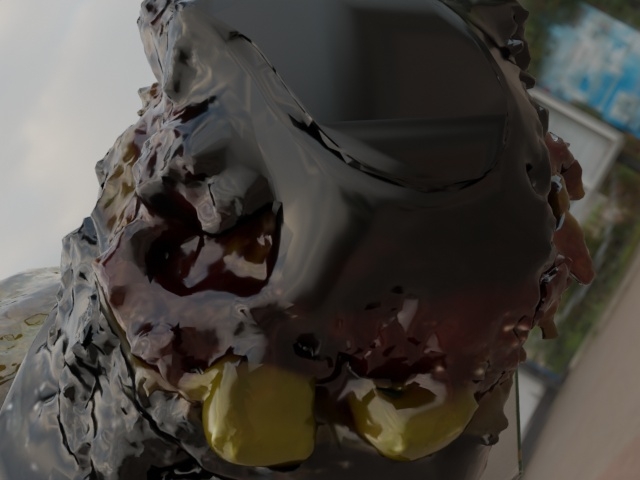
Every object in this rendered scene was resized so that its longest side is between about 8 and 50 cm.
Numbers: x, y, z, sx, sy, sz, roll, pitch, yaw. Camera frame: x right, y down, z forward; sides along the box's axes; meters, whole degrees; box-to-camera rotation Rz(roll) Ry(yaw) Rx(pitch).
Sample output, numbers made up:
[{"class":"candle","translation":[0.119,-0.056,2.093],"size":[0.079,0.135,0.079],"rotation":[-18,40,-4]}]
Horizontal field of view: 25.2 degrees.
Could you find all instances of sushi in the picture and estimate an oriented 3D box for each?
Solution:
[{"class":"sushi","translation":[0.000,0.000,0.412],"size":[0.150,0.153,0.172],"rotation":[106,-174,-55]}]

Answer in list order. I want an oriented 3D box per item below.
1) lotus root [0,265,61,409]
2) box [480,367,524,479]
[{"class":"lotus root","translation":[-0.103,0.091,0.558],"size":[0.314,0.169,0.142],"rotation":[-34,-61,-51]},{"class":"box","translation":[0.069,0.085,1.069],"size":[0.081,0.199,0.135],"rotation":[-21,-50,-17]}]
